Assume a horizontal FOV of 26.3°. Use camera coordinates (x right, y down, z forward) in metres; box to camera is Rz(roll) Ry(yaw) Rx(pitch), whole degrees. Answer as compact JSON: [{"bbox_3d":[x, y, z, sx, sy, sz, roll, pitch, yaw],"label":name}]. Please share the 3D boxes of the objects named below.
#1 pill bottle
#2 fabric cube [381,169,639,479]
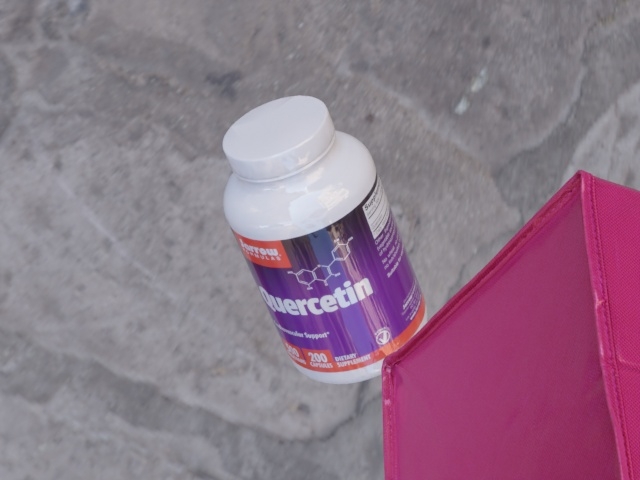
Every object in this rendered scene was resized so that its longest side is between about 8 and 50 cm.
[{"bbox_3d":[0.000,0.000,1.594,0.181,0.181,0.323,-13,125,16],"label":"pill bottle"},{"bbox_3d":[0.208,0.152,0.832,0.258,0.259,0.254,15,144,-20],"label":"fabric cube"}]
